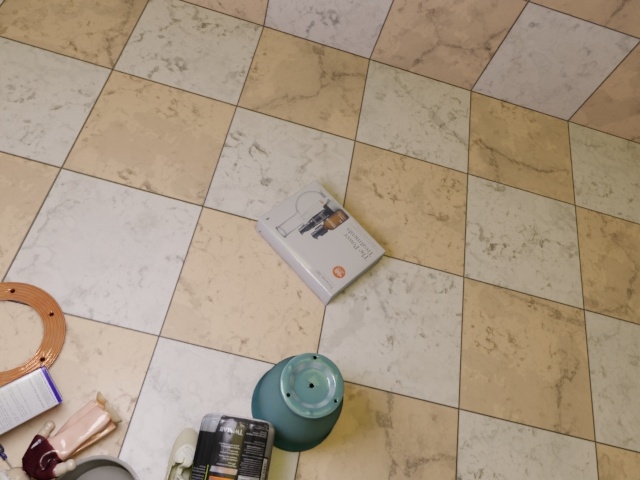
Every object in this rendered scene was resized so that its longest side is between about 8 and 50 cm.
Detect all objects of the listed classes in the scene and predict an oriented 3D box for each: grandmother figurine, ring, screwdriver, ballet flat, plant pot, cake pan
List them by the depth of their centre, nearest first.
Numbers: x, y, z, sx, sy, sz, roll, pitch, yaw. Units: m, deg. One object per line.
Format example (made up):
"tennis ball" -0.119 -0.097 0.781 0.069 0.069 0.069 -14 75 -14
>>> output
"cake pan" -0.571 0.698 1.427 0.293 0.054 0.293 -5 60 8
"grandmother figurine" -0.695 0.553 1.487 0.342 0.208 0.104 -37 117 -27
"screwdriver" -0.824 0.590 1.501 0.024 0.025 0.170 -38 85 -30
"ballet flat" -0.381 0.636 1.550 0.086 0.086 0.248 17 60 -5
"ring" -0.918 0.277 1.641 0.336 0.032 0.337 6 60 -11
"plant pot" -0.051 0.452 1.646 0.271 0.255 0.272 6 60 -12

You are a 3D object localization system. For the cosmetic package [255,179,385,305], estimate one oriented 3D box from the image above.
"cosmetic package" 0.000 0.000 2.012 0.284 0.097 0.377 -38 76 -27

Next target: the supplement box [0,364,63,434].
"supplement box" -0.820 0.436 1.512 0.220 0.111 0.114 -28 94 -27

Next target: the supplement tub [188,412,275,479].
"supplement tub" -0.245 0.643 1.499 0.207 0.207 0.338 13 68 -8
